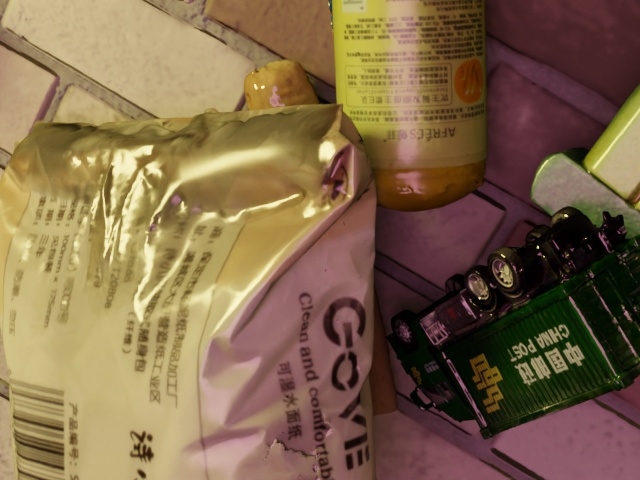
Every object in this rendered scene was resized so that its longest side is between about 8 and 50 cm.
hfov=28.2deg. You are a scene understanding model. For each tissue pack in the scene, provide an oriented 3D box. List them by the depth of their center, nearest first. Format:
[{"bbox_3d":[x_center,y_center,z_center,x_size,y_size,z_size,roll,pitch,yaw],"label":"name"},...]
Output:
[{"bbox_3d":[-0.113,0.085,1.002,0.390,0.195,0.376,4,100,40],"label":"tissue pack"}]

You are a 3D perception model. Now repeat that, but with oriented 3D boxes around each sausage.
[{"bbox_3d":[0.002,0.000,1.047,0.066,0.066,0.301,-11,100,18],"label":"sausage"}]

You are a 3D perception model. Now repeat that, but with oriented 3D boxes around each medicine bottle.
[{"bbox_3d":[0.067,-0.140,0.966,0.124,0.124,0.239,0,103,15],"label":"medicine bottle"}]

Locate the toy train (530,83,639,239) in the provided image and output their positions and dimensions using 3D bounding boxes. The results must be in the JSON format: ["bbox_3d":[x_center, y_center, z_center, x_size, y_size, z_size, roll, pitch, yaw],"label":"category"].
[{"bbox_3d":[0.331,-0.072,0.897,0.253,0.160,0.397,39,110,11],"label":"toy train"}]

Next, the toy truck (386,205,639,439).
[{"bbox_3d":[0.146,0.066,0.936,0.121,0.088,0.259,59,153,5],"label":"toy truck"}]
